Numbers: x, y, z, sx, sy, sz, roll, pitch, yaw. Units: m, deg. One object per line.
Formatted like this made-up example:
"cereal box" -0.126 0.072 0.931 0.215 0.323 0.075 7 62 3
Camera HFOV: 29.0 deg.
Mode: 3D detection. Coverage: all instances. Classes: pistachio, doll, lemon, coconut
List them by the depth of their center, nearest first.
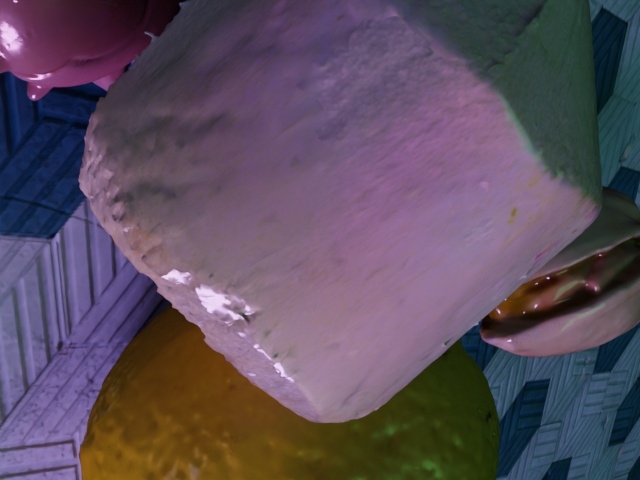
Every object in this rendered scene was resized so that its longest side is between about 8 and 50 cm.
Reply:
"doll" -0.145 -0.167 0.742 0.262 0.093 0.211 -52 153 -10
"coconut" 0.031 -0.076 0.774 0.309 0.297 0.297 -44 151 5
"lemon" -0.022 0.172 0.989 0.336 0.336 0.336 -37 142 -36
"pistachio" 0.301 0.039 1.520 0.318 0.214 0.193 -21 89 -36
